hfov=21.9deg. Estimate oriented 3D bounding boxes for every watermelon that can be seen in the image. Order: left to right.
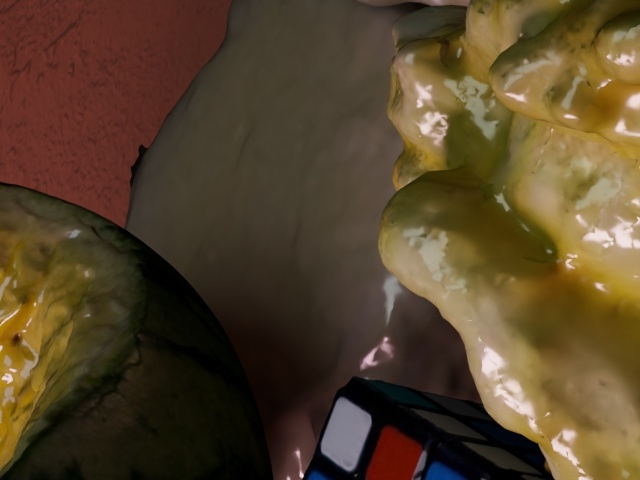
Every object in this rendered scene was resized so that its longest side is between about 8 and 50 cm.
[{"bbox_3d":[-0.117,0.148,0.793,0.331,0.189,0.330,-172,90,-79],"label":"watermelon"}]

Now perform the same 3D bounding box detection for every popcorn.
[{"bbox_3d":[0.146,-0.029,0.618,0.293,0.293,0.237,51,143,47],"label":"popcorn"}]

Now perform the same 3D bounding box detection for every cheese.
[{"bbox_3d":[0.000,0.000,0.934,0.318,0.115,0.326,-27,55,42],"label":"cheese"}]

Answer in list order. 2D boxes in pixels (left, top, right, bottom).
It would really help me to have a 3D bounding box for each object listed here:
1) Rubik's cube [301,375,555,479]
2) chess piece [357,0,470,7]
[{"bbox_3d":[0.092,0.181,0.693,0.184,0.187,0.182,30,101,53],"label":"Rubik's cube"},{"bbox_3d":[0.107,-0.132,0.799,0.243,0.133,0.133,36,108,14],"label":"chess piece"}]
